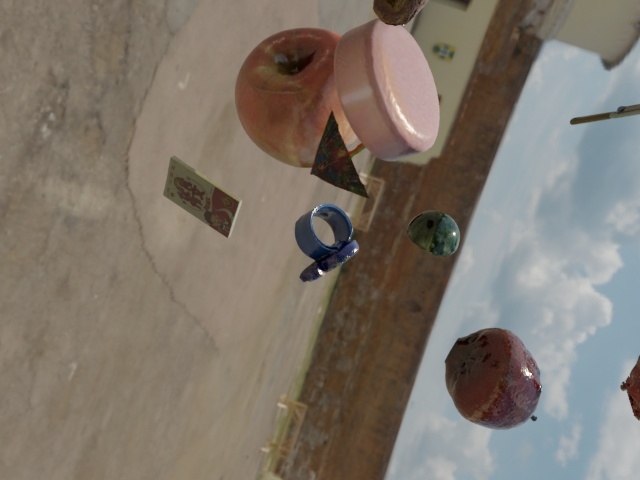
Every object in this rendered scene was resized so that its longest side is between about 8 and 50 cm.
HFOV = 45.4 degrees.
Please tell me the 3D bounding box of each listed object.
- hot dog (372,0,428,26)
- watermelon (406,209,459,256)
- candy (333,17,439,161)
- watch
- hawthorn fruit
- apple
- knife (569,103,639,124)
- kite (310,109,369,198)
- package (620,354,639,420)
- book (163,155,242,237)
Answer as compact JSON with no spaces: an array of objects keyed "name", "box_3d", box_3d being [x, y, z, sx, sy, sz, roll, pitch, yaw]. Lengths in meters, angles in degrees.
[{"name":"hot dog","box_3d":[0.137,-0.382,1.138,0.147,0.099,0.065,-46,135,-17]},{"name":"watermelon","box_3d":[0.221,-0.022,1.470,0.105,0.105,0.062,-67,173,-52]},{"name":"candy","box_3d":[0.119,-0.267,1.326,0.255,0.094,0.255,29,53,-48]},{"name":"watch","box_3d":[0.008,-0.005,2.431,0.171,0.200,0.196,-28,-177,41]},{"name":"hawthorn fruit","box_3d":[0.400,0.330,1.721,0.210,0.266,0.230,-42,-155,-2]},{"name":"apple","box_3d":[-0.040,-0.366,2.019,0.364,0.364,0.364,19,90,-87]},{"name":"knife","box_3d":[0.808,-0.347,2.038,0.061,0.027,0.343,-33,-164,-24]},{"name":"kite","box_3d":[0.042,-0.162,1.511,0.010,0.159,0.190,-26,94,-56]},{"name":"package","box_3d":[0.976,0.440,2.270,0.269,0.071,0.194,95,-30,-63]},{"name":"book","box_3d":[-0.332,-0.119,2.132,0.022,0.232,0.162,-52,172,-42]}]
